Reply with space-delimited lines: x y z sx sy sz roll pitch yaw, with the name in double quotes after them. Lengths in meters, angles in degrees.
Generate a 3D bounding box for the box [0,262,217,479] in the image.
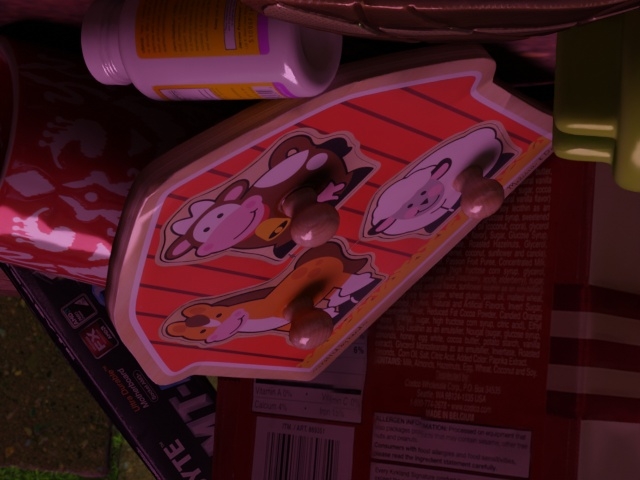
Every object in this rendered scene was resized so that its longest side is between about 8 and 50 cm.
-0.137 0.094 1.071 0.073 0.296 0.293 -36 -178 -9 "box"

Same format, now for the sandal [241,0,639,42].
0.067 -0.079 0.354 0.180 0.049 0.072 -10 -179 -5 "sandal"

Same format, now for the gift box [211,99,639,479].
0.102 0.080 0.772 0.255 0.277 0.258 5 178 42 "gift box"

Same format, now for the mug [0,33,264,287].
-0.087 -0.023 0.659 0.169 0.113 0.150 12 168 -35 "mug"

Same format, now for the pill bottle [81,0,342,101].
-0.038 -0.069 0.493 0.083 0.043 0.043 1 173 26 "pill bottle"

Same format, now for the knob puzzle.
0.000 0.000 0.566 0.213 0.030 0.213 -25 152 -14 "knob puzzle"

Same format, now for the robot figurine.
0.133 -0.047 0.472 0.115 0.067 0.101 3 162 9 "robot figurine"
